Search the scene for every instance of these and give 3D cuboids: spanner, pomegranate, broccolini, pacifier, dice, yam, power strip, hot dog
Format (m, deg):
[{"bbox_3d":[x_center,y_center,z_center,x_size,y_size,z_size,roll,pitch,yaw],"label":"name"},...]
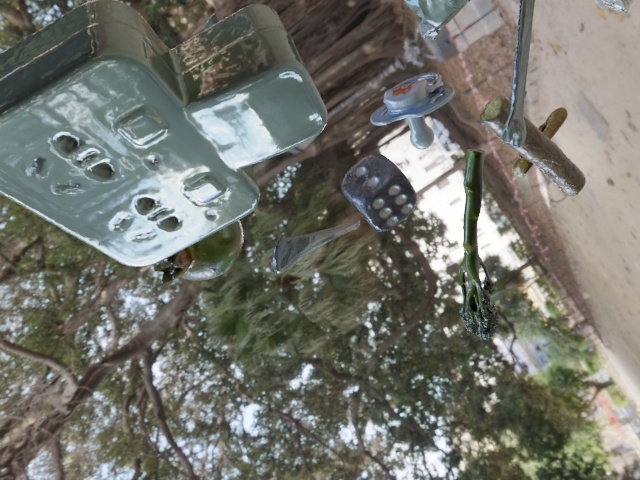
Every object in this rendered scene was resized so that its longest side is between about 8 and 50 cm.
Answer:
[{"bbox_3d":[0.327,-0.303,0.818,0.071,0.017,0.302,-10,-72,-41],"label":"spanner"},{"bbox_3d":[-0.222,0.002,0.870,0.159,0.159,0.205,54,-156,-13],"label":"pomegranate"},{"bbox_3d":[0.308,0.014,0.954,0.074,0.078,0.393,-34,-52,-43],"label":"broccolini"},{"bbox_3d":[0.329,-0.424,1.728,0.244,0.299,0.233,-46,-57,-42],"label":"pacifier"},{"bbox_3d":[0.188,-0.154,1.627,0.182,0.181,0.183,44,-175,-41],"label":"dice"},{"bbox_3d":[0.508,-0.216,1.191,0.356,0.081,0.081,29,-149,-30],"label":"yam"},{"bbox_3d":[-0.138,-0.115,0.459,0.141,0.260,0.229,67,-172,30],"label":"power strip"},{"bbox_3d":[0.581,-0.264,1.343,0.047,0.216,0.066,35,-177,-1],"label":"hot dog"}]

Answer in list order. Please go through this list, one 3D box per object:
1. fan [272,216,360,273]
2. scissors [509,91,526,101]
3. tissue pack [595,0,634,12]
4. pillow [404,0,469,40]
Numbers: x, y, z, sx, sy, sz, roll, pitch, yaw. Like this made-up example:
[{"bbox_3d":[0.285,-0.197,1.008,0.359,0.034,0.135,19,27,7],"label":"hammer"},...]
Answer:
[{"bbox_3d":[0.000,0.000,0.888,0.282,0.023,0.057,-21,-61,-57],"label":"fan"},{"bbox_3d":[0.616,-0.431,1.654,0.017,0.144,0.248,27,-156,3],"label":"scissors"},{"bbox_3d":[0.713,-0.658,1.170,0.148,0.196,0.092,18,-164,-44],"label":"tissue pack"},{"bbox_3d":[0.242,-0.582,0.953,0.138,0.310,0.284,-11,-110,-43],"label":"pillow"}]
